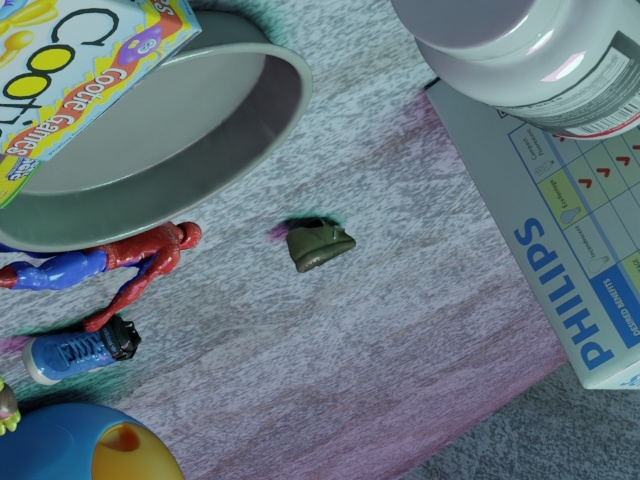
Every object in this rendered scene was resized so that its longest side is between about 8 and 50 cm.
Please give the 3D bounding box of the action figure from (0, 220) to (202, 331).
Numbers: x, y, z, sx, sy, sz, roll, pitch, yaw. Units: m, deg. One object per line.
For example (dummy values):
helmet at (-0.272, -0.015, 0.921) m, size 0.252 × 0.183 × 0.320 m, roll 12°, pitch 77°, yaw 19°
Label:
action figure at (-0.237, 0.033, 1.355) m, size 0.280 × 0.091 × 0.139 m, roll -12°, pitch 150°, yaw -38°

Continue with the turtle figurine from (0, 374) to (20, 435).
turtle figurine at (-0.423, 0.197, 1.537) m, size 0.269 × 0.087 × 0.217 m, roll -40°, pitch 168°, yaw 9°

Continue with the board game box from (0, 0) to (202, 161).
board game box at (-0.217, -0.151, 0.793) m, size 0.142 × 0.144 × 0.275 m, roll -36°, pitch 161°, yaw 22°

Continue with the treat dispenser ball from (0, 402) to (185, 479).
treat dispenser ball at (-0.297, 0.340, 1.777) m, size 0.288 × 0.288 × 0.288 m, roll -25°, pitch 162°, yaw -9°

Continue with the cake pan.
cake pan at (-0.147, -0.090, 1.206) m, size 0.293 × 0.054 × 0.293 m, roll -25°, pitch 162°, yaw -9°

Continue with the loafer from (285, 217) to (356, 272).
loafer at (0.000, 0.000, 1.674) m, size 0.056 × 0.050 × 0.148 m, roll -29°, pitch 178°, yaw 14°

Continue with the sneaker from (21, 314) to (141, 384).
sneaker at (-0.252, 0.113, 1.593) m, size 0.084 × 0.058 × 0.152 m, roll -29°, pitch 167°, yaw 21°

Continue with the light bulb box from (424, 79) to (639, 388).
light bulb box at (0.361, -0.089, 1.450) m, size 0.361 × 0.358 × 0.225 m, roll -34°, pitch 159°, yaw 22°

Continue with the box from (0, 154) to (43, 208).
box at (-0.219, -0.097, 1.001) m, size 0.043 × 0.105 × 0.179 m, roll -6°, pitch 153°, yaw -47°

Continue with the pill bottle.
pill bottle at (0.178, -0.188, 1.208) m, size 0.176 × 0.176 × 0.318 m, roll -35°, pitch 161°, yaw 20°
